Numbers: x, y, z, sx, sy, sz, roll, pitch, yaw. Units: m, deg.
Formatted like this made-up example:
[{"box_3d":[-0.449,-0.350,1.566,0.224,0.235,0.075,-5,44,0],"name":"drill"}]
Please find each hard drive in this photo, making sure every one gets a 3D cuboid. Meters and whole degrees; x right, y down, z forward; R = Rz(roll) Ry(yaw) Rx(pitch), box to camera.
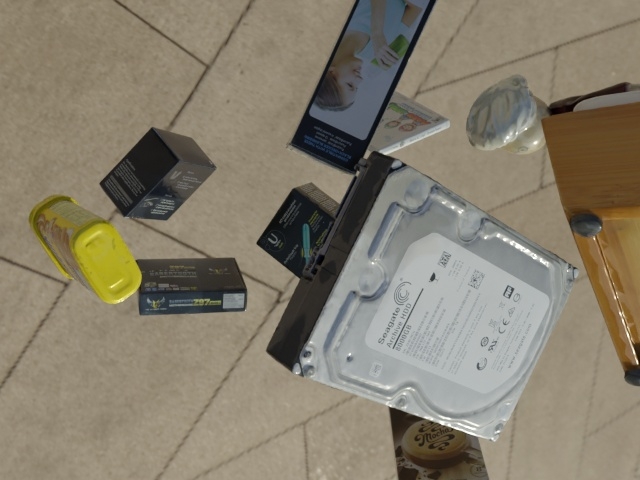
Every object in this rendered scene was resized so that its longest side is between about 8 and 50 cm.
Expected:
[{"box_3d":[0.128,0.075,0.923,0.339,0.064,0.237,27,90,-36],"name":"hard drive"}]

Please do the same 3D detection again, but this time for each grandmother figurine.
[{"box_3d":[0.337,-0.129,0.963,0.342,0.104,0.208,3,158,-4],"name":"grandmother figurine"}]

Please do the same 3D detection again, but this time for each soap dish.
[{"box_3d":[0.321,0.009,0.672,0.291,0.228,0.118,56,43,-40],"name":"soap dish"}]

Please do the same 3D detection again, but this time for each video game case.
[{"box_3d":[0.115,-0.200,1.426,0.143,0.157,0.019,-25,127,-20],"name":"video game case"}]

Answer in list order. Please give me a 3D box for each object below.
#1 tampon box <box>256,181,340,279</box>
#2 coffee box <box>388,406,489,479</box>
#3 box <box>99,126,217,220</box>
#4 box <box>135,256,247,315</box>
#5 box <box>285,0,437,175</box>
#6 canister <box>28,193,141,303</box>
[{"box_3d":[0.000,0.000,1.406,0.120,0.161,0.101,-54,172,17],"name":"tampon box"},{"box_3d":[0.226,0.427,1.644,0.168,0.297,0.119,-7,116,2],"name":"coffee box"},{"box_3d":[-0.310,-0.124,1.621,0.158,0.093,0.156,-43,166,14],"name":"box"},{"box_3d":[-0.290,0.098,1.859,0.232,0.183,0.059,0,111,-15],"name":"box"},{"box_3d":[0.057,-0.225,1.015,0.087,0.169,0.290,25,92,-5],"name":"box"},{"box_3d":[-0.323,0.010,1.153,0.073,0.170,0.126,-37,121,-22],"name":"canister"}]
